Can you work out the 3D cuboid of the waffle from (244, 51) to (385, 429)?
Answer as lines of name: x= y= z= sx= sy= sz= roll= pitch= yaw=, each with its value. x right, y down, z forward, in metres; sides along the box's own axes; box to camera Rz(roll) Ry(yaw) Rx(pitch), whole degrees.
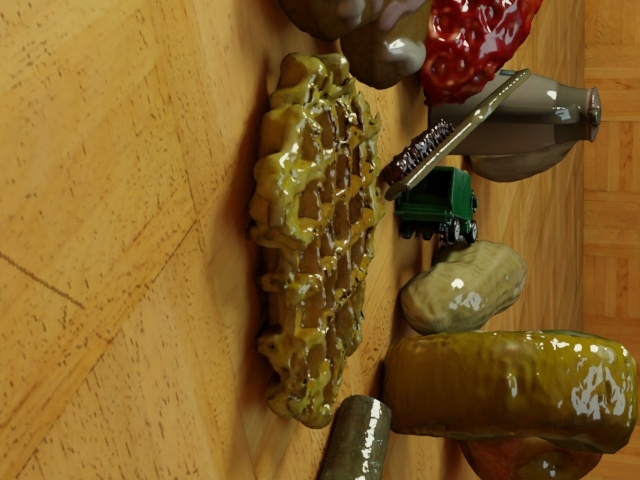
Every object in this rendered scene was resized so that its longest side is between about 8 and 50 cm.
waffle: x=-0.002 y=0.000 z=0.802 sx=0.291 sy=0.051 sz=0.291 roll=5 pitch=90 yaw=-72

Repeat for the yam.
yam: x=0.028 y=0.195 z=0.924 sx=0.132 sy=0.054 sz=0.054 roll=-72 pitch=157 yaw=-43

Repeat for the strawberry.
strawberry: x=0.185 y=-0.304 z=1.166 sx=0.265 sy=0.149 sz=0.336 roll=53 pitch=45 yaw=-66

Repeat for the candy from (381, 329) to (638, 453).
candy: x=0.188 y=0.154 z=1.089 sx=0.260 sy=0.260 sz=0.118 roll=41 pitch=49 yaw=-68

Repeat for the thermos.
thermos: x=0.226 y=-0.146 z=1.246 sx=0.137 sy=0.193 sz=0.105 roll=-16 pitch=110 yaw=-70

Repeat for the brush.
brush: x=0.141 y=-0.120 z=1.113 sx=0.248 sy=0.043 sz=0.036 roll=-41 pitch=99 yaw=-35

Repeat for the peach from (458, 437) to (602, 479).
peach: x=0.278 y=0.245 z=1.485 sx=0.235 sy=0.214 sz=0.214 roll=24 pitch=70 yaw=-52

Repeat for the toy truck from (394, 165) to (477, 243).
toy truck: x=0.129 y=-0.037 z=1.175 sx=0.147 sy=0.065 sz=0.079 roll=9 pitch=85 yaw=-71

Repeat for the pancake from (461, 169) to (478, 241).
pancake: x=0.187 y=-0.021 z=1.426 sx=0.129 sy=0.023 sz=0.116 roll=68 pitch=31 yaw=-44

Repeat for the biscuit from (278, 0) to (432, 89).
biscuit: x=0.093 y=-0.334 z=0.792 sx=0.283 sy=0.064 sz=0.432 roll=17 pitch=94 yaw=-67

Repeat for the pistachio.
pistachio: x=0.282 y=-0.155 z=1.513 sx=0.238 sy=0.153 sz=0.137 roll=-19 pitch=103 yaw=-42

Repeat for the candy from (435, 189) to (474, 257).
candy: x=0.161 y=0.042 z=1.311 sx=0.094 sy=0.051 sz=0.226 roll=12 pitch=82 yaw=-69

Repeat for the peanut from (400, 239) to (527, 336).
peanut: x=0.160 y=0.053 z=1.207 sx=0.098 sy=0.090 sz=0.214 roll=54 pitch=34 yaw=7
